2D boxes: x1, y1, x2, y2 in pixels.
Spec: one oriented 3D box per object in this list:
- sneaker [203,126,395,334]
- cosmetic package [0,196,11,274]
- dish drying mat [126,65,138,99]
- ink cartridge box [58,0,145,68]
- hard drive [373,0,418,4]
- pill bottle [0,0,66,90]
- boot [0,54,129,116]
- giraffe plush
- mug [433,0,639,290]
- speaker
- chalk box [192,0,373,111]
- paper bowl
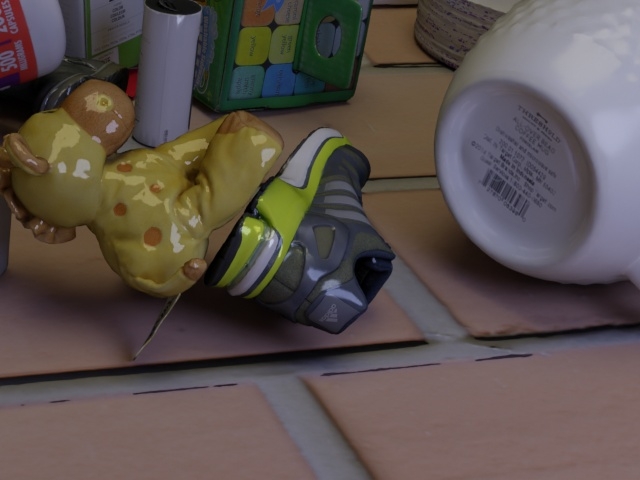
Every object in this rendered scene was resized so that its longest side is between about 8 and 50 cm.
[{"bbox_3d":[0.000,0.000,1.268,0.121,0.111,0.300,36,24,-1],"label":"sneaker"},{"bbox_3d":[-0.412,0.029,1.073,0.285,0.097,0.377,15,27,6],"label":"cosmetic package"},{"bbox_3d":[-0.195,-0.164,1.616,0.032,0.008,0.083,12,26,5],"label":"dish drying mat"},{"bbox_3d":[-0.273,-0.305,1.587,0.189,0.255,0.097,24,37,30],"label":"ink cartridge box"},{"bbox_3d":[0.160,-0.364,2.088,0.319,0.040,0.210,-6,30,-26],"label":"hard drive"},{"bbox_3d":[-0.393,-0.181,1.346,0.323,0.181,0.181,-22,35,-13],"label":"pill bottle"},{"bbox_3d":[-0.306,-0.156,1.494,0.209,0.076,0.189,19,15,7],"label":"boot"},{"bbox_3d":[-0.152,-0.042,1.168,0.170,0.181,0.210,35,55,-8],"label":"giraffe plush"},{"bbox_3d":[0.291,-0.068,1.332,0.328,0.276,0.374,-26,73,-41],"label":"mug"},{"bbox_3d":[-0.144,-0.158,1.476,0.055,0.136,0.055,7,26,-3],"label":"speaker"},{"bbox_3d":[-0.065,-0.245,1.619,0.179,0.180,0.289,-8,30,-36],"label":"chalk box"},{"bbox_3d":[0.258,-0.286,1.847,0.284,0.148,0.284,6,28,-3],"label":"paper bowl"}]
